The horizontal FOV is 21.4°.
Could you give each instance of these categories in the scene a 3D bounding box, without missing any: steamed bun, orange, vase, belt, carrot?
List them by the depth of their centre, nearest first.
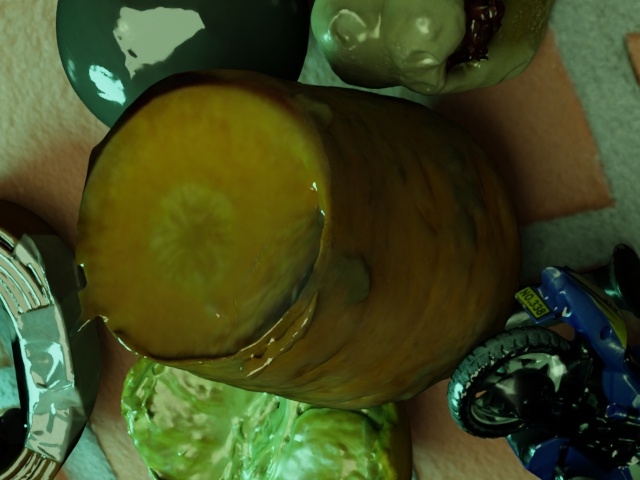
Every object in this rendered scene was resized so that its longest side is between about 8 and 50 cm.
[{"bbox_3d":[0.000,0.000,1.141,0.224,0.341,0.224,-5,80,29],"label":"carrot"},{"bbox_3d":[0.063,-0.164,1.158,0.172,0.155,0.140,14,119,17],"label":"steamed bun"},{"bbox_3d":[0.161,0.050,1.275,0.167,0.059,0.059,-17,106,27],"label":"vase"},{"bbox_3d":[-0.031,0.144,1.339,0.237,0.158,0.179,29,115,12],"label":"orange"},{"bbox_3d":[-0.279,0.098,1.430,0.184,0.105,0.261,4,101,8],"label":"belt"}]

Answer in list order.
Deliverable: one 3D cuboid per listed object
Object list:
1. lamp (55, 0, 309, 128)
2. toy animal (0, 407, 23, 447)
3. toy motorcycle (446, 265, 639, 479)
[{"bbox_3d":[-0.091,-0.220,1.202,0.182,0.182,0.313,10,100,18],"label":"lamp"},{"bbox_3d":[-0.240,0.345,1.571,0.206,0.081,0.367,-35,90,35],"label":"toy animal"},{"bbox_3d":[0.213,0.117,1.213,0.169,0.113,0.315,-42,136,11],"label":"toy motorcycle"}]
